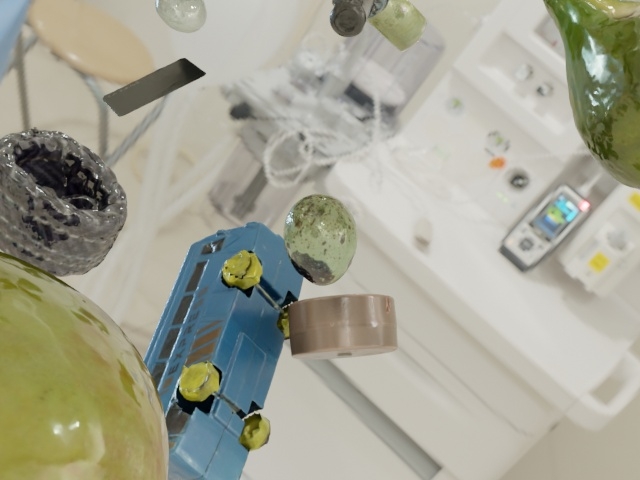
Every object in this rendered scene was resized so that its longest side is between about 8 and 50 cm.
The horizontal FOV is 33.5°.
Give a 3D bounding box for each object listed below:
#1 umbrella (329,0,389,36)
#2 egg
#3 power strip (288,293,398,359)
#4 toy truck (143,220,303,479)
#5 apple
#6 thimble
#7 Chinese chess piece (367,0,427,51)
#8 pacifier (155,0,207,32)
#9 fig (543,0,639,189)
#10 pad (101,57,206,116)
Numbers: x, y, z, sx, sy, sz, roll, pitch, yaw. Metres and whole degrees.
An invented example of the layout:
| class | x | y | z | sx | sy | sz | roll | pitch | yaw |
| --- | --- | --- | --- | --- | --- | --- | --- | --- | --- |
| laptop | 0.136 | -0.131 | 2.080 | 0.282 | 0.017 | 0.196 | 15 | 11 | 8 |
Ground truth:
| class | x | y | z | sx | sy | sz | roll | pitch | yaw |
| --- | --- | --- | --- | --- | --- | --- | --- | --- | --- |
| umbrella | 0.045 | -0.246 | 0.999 | 0.250 | 0.052 | 0.053 | -71 | 148 | -56 |
| egg | 0.000 | 0.000 | 1.210 | 0.085 | 0.110 | 0.085 | 2 | 23 | -1 |
| power strip | 0.029 | 0.122 | 1.465 | 0.154 | 0.154 | 0.078 | 6 | 75 | -45 |
| toy truck | -0.146 | 0.157 | 1.485 | 0.161 | 0.162 | 0.385 | 49 | 46 | -39 |
| apple | -0.202 | 0.113 | 0.518 | 0.194 | 0.261 | 0.261 | 41 | 21 | -35 |
| thimble | -0.196 | -0.028 | 0.773 | 0.095 | 0.066 | 0.104 | -5 | 48 | -46 |
| Chinese chess piece | 0.075 | -0.312 | 1.409 | 0.144 | 0.058 | 0.144 | 41 | 10 | -9 |
| pacifier | -0.243 | -0.463 | 1.838 | 0.279 | 0.207 | 0.227 | -3 | 4 | -38 |
| fig | 0.340 | -0.189 | 1.154 | 0.206 | 0.206 | 0.275 | -1 | 41 | -50 |
| pad | -0.269 | -0.248 | 1.712 | 0.112 | 0.157 | 0.003 | 41 | -24 | 54 |
